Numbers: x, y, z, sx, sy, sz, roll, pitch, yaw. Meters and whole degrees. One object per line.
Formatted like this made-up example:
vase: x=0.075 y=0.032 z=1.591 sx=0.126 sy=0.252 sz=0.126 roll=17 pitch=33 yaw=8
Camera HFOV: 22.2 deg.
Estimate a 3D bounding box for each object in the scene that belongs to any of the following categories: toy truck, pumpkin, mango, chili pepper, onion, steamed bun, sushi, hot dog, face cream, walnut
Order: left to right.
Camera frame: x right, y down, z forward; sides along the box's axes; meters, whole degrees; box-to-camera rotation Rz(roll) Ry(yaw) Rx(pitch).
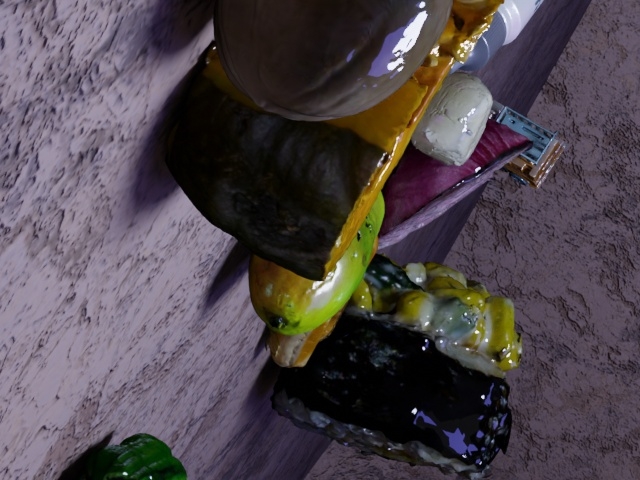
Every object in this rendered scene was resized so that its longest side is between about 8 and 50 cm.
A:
chili pepper: x=-0.196 y=0.233 z=1.379 sx=0.099 sy=0.083 sz=0.253 roll=-62 pitch=167 yaw=16
mango: x=0.000 y=0.000 z=1.576 sx=0.233 sy=0.111 sz=0.125 roll=-51 pitch=174 yaw=-49
hot dog: x=0.000 y=0.059 z=1.955 sx=0.109 sy=0.072 sz=0.269 roll=-53 pitch=173 yaw=-44
walnut: x=0.009 y=-0.145 z=0.969 sx=0.140 sy=0.140 sz=0.162 roll=81 pitch=34 yaw=-78
pumpkin: x=0.015 y=-0.118 z=1.109 sx=0.280 sy=0.139 sz=0.190 roll=-61 pitch=173 yaw=6
sushi: x=0.113 y=0.154 z=2.236 sx=0.329 sy=0.328 sz=0.285 roll=44 pitch=64 yaw=-68
onion: x=0.142 y=-0.089 z=2.177 sx=0.247 sy=0.111 sz=0.250 roll=-30 pitch=176 yaw=-19
steamed bun: x=0.157 y=-0.156 z=2.017 sx=0.112 sy=0.091 sz=0.130 roll=-62 pitch=170 yaw=1
toy truck: x=0.244 y=-0.155 z=2.276 sx=0.080 sy=0.178 sz=0.115 roll=-57 pitch=164 yaw=-4
face cream: x=0.207 y=-0.285 z=1.829 sx=0.311 sy=0.092 sz=0.092 roll=-52 pitch=170 yaw=-36
